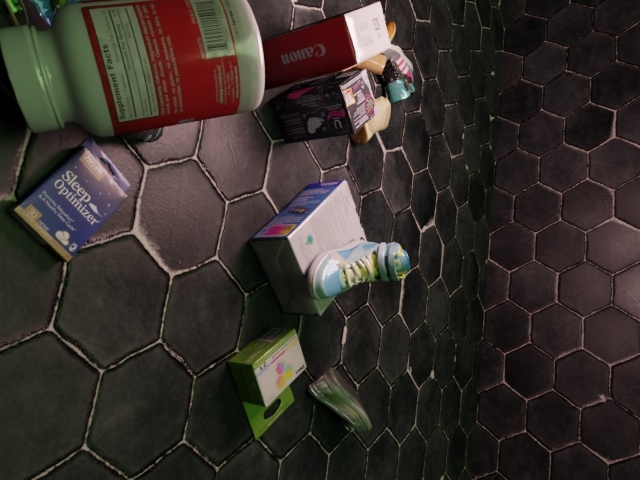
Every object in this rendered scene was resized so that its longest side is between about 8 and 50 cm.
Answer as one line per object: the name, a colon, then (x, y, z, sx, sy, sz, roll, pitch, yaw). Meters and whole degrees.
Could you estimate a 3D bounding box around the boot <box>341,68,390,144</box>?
boot: (0.164, -0.492, 1.823, 0.203, 0.095, 0.262, -39, 121, -46)

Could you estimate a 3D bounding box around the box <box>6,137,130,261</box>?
box: (-0.471, -0.085, 1.011, 0.136, 0.036, 0.225, 58, 45, -35)

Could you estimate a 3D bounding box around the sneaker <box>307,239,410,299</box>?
sneaker: (0.120, 0.075, 1.412, 0.319, 0.208, 0.127, -31, 116, -49)

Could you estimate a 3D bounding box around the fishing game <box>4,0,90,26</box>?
fishing game: (-0.434, -0.454, 0.933, 0.264, 0.041, 0.189, -20, 131, -17)

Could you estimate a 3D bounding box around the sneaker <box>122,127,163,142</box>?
sneaker: (-0.379, -0.341, 1.111, 0.106, 0.101, 0.267, 6, 89, -68)

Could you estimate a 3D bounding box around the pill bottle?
pill bottle: (-0.326, -0.316, 0.937, 0.408, 0.229, 0.229, -15, 104, -19)

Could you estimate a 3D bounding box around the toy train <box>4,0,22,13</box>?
toy train: (-0.559, -0.442, 0.915, 0.024, 0.017, 0.083, -39, 121, -34)

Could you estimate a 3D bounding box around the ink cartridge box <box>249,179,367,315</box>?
ink cartridge box: (0.000, 0.000, 1.546, 0.395, 0.151, 0.270, -46, 125, -42)

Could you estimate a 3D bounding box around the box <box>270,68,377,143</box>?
box: (0.013, -0.382, 1.491, 0.163, 0.247, 0.142, -46, 126, -43)

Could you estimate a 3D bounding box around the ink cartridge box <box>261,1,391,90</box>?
ink cartridge box: (-0.012, -0.521, 1.408, 0.272, 0.309, 0.130, -44, 123, -45)

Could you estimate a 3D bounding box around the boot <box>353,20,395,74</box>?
boot: (0.131, -0.682, 1.732, 0.211, 0.104, 0.295, 22, 52, -8)

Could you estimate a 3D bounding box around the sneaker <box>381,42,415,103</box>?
sneaker: (0.270, -0.616, 1.958, 0.295, 0.124, 0.178, 10, 71, -54)

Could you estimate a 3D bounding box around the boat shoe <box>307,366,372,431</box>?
boat shoe: (0.071, 0.531, 1.680, 0.320, 0.103, 0.118, 56, 3, -40)

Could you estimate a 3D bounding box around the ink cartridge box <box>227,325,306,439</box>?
ink cartridge box: (-0.124, 0.391, 1.415, 0.189, 0.097, 0.255, -36, 116, -48)
